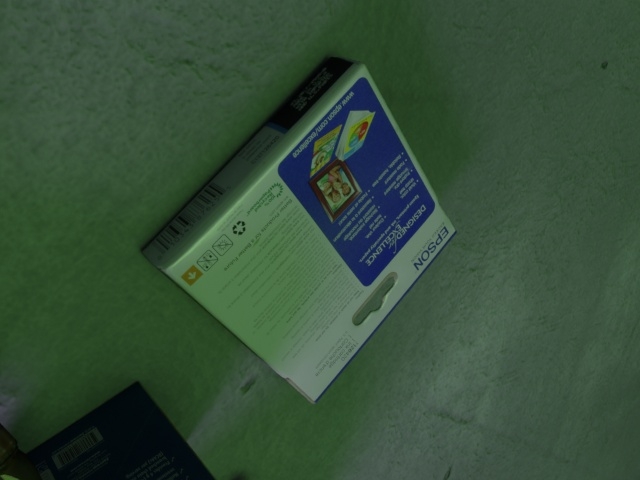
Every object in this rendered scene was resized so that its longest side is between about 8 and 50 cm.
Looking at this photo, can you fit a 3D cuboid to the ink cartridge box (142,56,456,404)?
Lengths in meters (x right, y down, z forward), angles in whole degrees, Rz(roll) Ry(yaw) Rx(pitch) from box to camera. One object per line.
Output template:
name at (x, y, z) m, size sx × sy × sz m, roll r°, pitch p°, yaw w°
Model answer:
ink cartridge box at (0.000, 0.000, 0.813) m, size 0.303 × 0.072 × 0.307 m, roll -48°, pitch 135°, yaw -11°

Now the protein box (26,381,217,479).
protein box at (-0.204, 0.291, 0.692) m, size 0.200 × 0.201 × 0.136 m, roll -33°, pitch 129°, yaw -23°

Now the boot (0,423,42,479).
boot at (-0.323, 0.255, 0.599) m, size 0.219 × 0.082 × 0.106 m, roll -35°, pitch 103°, yaw 18°
